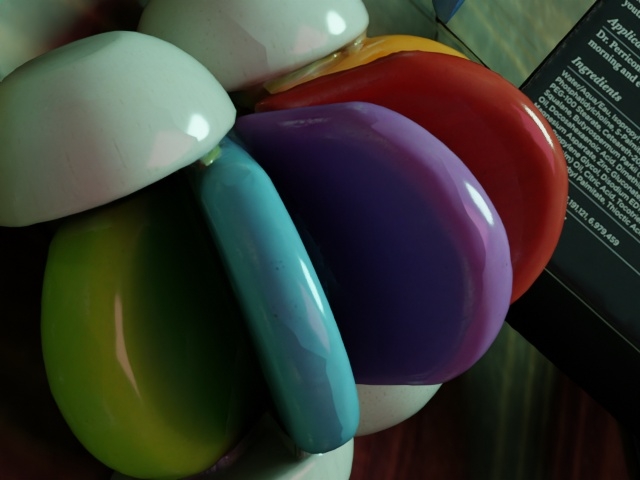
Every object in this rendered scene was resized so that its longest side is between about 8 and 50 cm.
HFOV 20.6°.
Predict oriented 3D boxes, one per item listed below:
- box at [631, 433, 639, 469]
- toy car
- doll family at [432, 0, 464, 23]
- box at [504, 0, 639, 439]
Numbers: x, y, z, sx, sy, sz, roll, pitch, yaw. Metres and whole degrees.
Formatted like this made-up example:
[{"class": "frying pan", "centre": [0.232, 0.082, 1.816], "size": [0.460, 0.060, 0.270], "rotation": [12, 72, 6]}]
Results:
[{"class": "box", "centre": [0.267, 0.010, 0.873], "size": [0.270, 0.165, 0.143], "rotation": [-30, 109, -54]}, {"class": "toy car", "centre": [0.000, 0.000, 0.512], "size": [0.182, 0.136, 0.159], "rotation": [-43, 120, -50]}, {"class": "doll family", "centre": [0.039, -0.205, 0.592], "size": [0.163, 0.118, 0.263], "rotation": [36, 44, 2]}, {"class": "box", "centre": [0.190, 0.007, 0.648], "size": [0.261, 0.103, 0.184], "rotation": [42, 80, 2]}]
